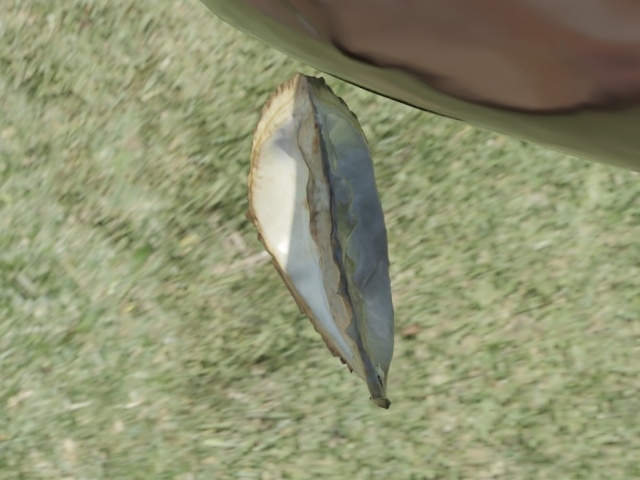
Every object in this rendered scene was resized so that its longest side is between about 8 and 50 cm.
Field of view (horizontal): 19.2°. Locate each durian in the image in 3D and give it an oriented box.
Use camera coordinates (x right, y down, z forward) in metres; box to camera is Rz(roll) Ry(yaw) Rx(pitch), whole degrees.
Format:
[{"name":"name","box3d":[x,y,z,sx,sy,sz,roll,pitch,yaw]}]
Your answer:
[{"name":"durian","box3d":[0.010,-0.003,0.708,0.052,0.066,0.130,-18,101,-24]}]

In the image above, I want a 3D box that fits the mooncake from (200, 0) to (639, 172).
[{"name":"mooncake","box3d":[0.081,-0.177,0.378,0.174,0.334,0.326,14,93,-5]}]
